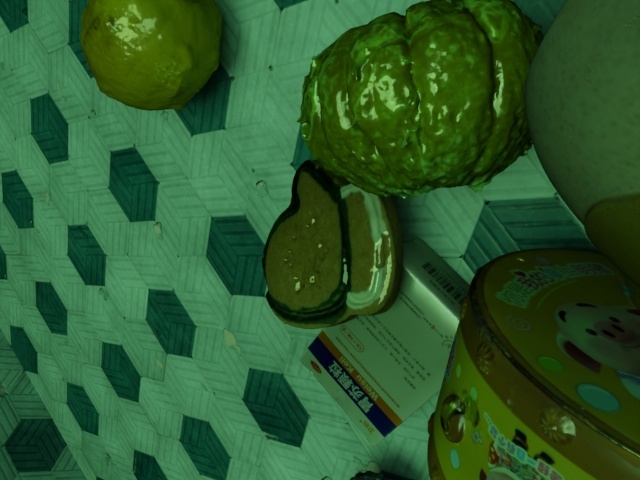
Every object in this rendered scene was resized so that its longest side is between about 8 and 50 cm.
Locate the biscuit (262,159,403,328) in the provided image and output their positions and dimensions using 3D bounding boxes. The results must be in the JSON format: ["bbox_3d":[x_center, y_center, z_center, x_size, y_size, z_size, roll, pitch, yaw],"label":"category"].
[{"bbox_3d":[-0.002,0.000,0.857,0.344,0.057,0.287,-16,73,52],"label":"biscuit"}]

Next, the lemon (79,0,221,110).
[{"bbox_3d":[-0.295,-0.352,0.917,0.288,0.234,0.233,-29,87,40],"label":"lemon"}]

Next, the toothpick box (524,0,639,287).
[{"bbox_3d":[0.412,-0.088,0.384,0.425,0.409,0.409,48,126,17],"label":"toothpick box"}]

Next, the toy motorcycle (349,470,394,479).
[{"bbox_3d":[0.179,0.604,0.920,0.416,0.172,0.232,40,118,9],"label":"toy motorcycle"}]

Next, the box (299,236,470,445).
[{"bbox_3d":[0.122,0.169,0.860,0.200,0.106,0.299,47,125,17],"label":"box"}]

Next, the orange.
[{"bbox_3d":[0.117,-0.158,0.634,0.301,0.300,0.223,-8,95,35],"label":"orange"}]

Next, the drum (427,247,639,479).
[{"bbox_3d":[0.332,0.190,0.525,0.431,0.431,0.214,24,117,28],"label":"drum"}]
